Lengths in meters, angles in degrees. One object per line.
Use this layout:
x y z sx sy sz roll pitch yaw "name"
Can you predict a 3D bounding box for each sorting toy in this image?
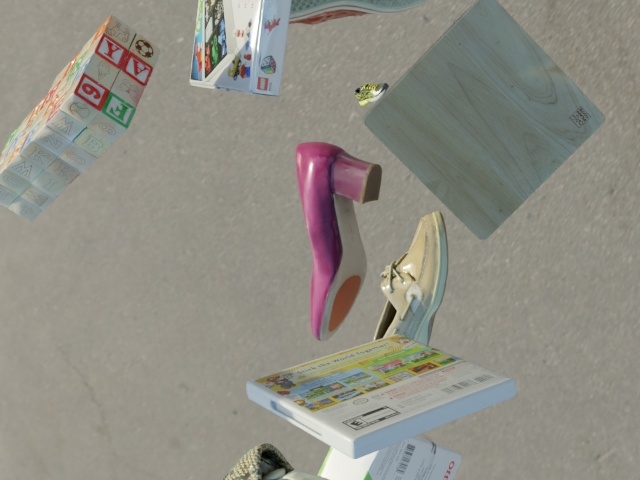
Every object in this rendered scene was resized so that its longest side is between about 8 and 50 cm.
0.234 -0.181 1.424 0.257 0.089 0.255 44 94 -10 "sorting toy"

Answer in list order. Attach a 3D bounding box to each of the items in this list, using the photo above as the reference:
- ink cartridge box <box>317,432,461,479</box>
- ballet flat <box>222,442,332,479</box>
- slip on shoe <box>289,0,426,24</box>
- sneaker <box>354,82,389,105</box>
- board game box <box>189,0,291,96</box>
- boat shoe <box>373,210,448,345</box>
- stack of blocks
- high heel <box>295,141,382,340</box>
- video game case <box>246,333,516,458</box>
0.133 0.464 1.899 0.115 0.198 0.273 22 175 45 "ink cartridge box"
0.040 0.468 1.342 0.483 0.164 0.182 40 112 25 "ballet flat"
0.039 -0.426 1.622 0.101 0.331 0.123 173 84 -74 "slip on shoe"
0.092 -0.277 1.782 0.035 0.031 0.083 46 144 -18 "sneaker"
-0.111 -0.370 1.401 0.193 0.053 0.305 20 105 53 "board game box"
0.152 0.083 1.653 0.098 0.109 0.302 6 126 -5 "boat shoe"
-0.367 -0.173 1.405 0.087 0.171 0.297 34 136 -25 "stack of blocks"
0.000 0.000 1.879 0.181 0.127 0.377 21 102 30 "high heel"
0.065 0.166 1.074 0.206 0.227 0.026 16 115 53 "video game case"
